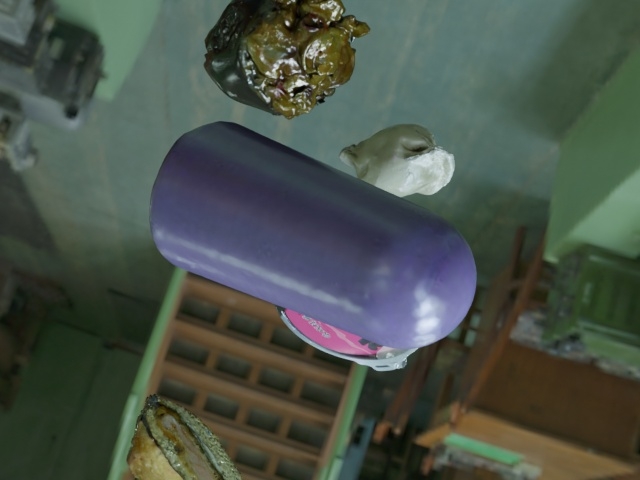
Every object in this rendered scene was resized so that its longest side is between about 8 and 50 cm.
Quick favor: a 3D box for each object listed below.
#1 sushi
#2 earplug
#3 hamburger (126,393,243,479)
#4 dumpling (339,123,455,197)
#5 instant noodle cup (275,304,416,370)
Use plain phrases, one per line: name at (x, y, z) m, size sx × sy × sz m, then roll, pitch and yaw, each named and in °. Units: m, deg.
sushi at (-0.050, -0.302, 1.940) m, size 0.200 × 0.213 × 0.204 m, roll 20°, pitch -179°, yaw -35°
earplug at (0.000, 0.000, 1.570) m, size 0.456 × 0.215 × 0.215 m, roll 22°, pitch 170°, yaw 40°
hamburger at (-0.161, 0.257, 1.390) m, size 0.102 × 0.087 × 0.176 m, roll -33°, pitch 99°, yaw 40°
dumpling at (0.126, -0.117, 1.907) m, size 0.199 × 0.118 × 0.136 m, roll 6°, pitch 164°, yaw 37°
instant noodle cup at (0.069, 0.052, 2.025) m, size 0.258 × 0.182 × 0.302 m, roll 1°, pitch 137°, yaw 21°
